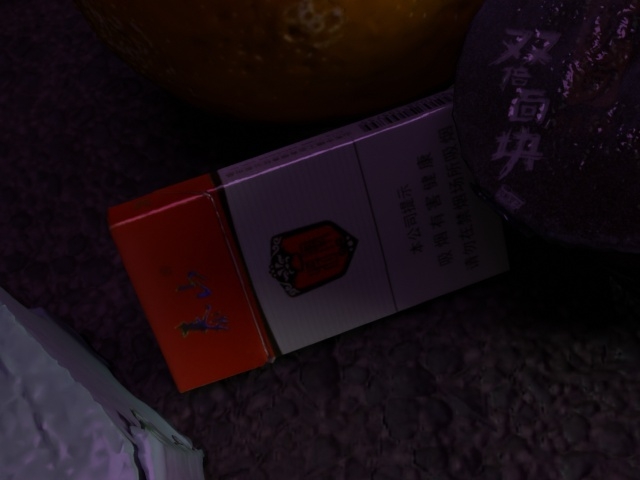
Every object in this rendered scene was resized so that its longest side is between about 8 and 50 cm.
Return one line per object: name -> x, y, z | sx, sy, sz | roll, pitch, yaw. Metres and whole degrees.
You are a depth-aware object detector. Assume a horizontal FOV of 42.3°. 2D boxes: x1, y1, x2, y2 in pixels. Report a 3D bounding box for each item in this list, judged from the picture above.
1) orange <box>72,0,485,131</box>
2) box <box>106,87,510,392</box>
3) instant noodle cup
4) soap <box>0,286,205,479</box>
orange -> -0.010, -0.226, 0.575 | 0.341, 0.293, 0.340 | -9, 38, 7
box -> 0.000, 0.000, 0.545 | 0.245, 0.139, 0.035 | -19, 29, -8
instant noodle cup -> 0.214, -0.060, 0.485 | 0.218, 0.207, 0.217 | -15, 62, 30
soap -> -0.294, 0.159, 0.468 | 0.446, 0.156, 0.261 | -10, 60, -1
